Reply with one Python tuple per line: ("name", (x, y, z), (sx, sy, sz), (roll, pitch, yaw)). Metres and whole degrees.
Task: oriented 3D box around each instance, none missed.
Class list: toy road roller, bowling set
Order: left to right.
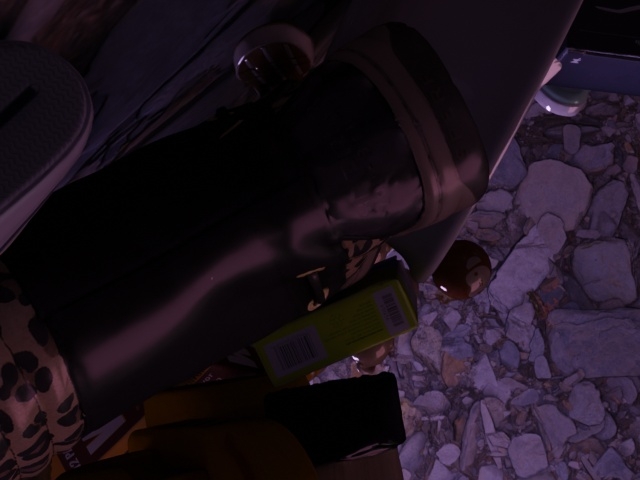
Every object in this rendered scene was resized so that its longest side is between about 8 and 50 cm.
("toy road roller", (-0.088, 0.208, 0.796), (0.241, 0.202, 0.329), (-6, 174, -32))
("bowling set", (0.036, 0.023, 0.974), (0.200, 0.287, 0.154), (3, -152, 23))

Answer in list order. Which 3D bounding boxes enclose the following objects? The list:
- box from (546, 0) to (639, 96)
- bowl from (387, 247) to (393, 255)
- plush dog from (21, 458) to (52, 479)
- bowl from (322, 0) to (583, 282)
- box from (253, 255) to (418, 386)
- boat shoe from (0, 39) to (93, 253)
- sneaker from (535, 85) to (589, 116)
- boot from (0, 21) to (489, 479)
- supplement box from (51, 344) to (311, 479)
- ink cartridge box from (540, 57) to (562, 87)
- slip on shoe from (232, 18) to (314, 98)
("box", (0.323, -0.271, 1.213), (0.108, 0.153, 0.207), (127, -30, -76))
("bowl", (0.000, 0.000, 1.485), (0.289, 0.156, 0.289), (-43, 177, -3))
("plush dog", (-0.293, 0.217, 0.714), (0.226, 0.210, 0.262), (-18, 177, 5))
("bowl", (0.083, -0.129, 0.799), (0.297, 0.134, 0.298), (-62, 177, -5))
("box", (0.016, 0.055, 0.828), (0.109, 0.042, 0.178), (-24, -179, 6))
("boat shoe", (-0.167, 0.020, 0.400), (0.226, 0.083, 0.076), (-43, 175, -30))
("sneaker", (0.312, -0.291, 1.384), (0.151, 0.094, 0.255), (127, -33, -64))
("boot", (-0.094, 0.021, 0.641), (0.284, 0.138, 0.377), (-30, -177, -19))
("supplement box", (-0.153, 0.144, 1.082), (0.191, 0.129, 0.194), (-45, 150, 13))
("ink cartridge box", (0.168, -0.199, 1.140), (0.092, 0.143, 0.090), (-45, 176, 17))
("slip on shoe", (-0.027, -0.121, 0.710), (0.052, 0.041, 0.135), (-6, 174, 6))
